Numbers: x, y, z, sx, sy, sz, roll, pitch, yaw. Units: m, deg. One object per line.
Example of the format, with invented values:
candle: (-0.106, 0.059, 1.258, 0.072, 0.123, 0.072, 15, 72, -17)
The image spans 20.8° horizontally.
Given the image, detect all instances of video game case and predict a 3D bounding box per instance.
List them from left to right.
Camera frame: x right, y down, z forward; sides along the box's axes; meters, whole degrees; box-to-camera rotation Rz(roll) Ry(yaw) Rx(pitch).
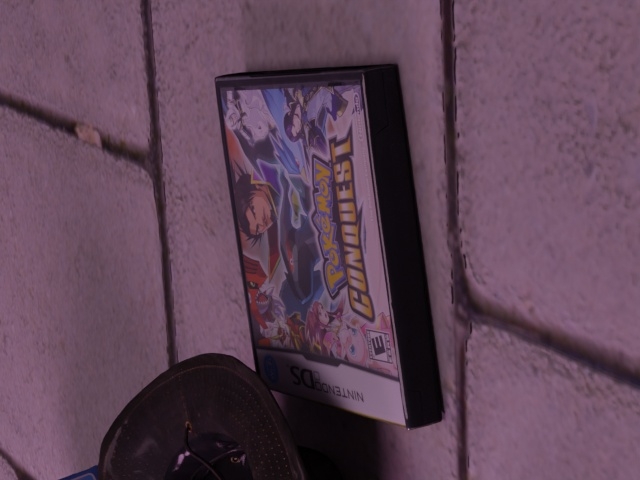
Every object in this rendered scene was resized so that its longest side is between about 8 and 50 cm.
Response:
video game case: (0.000, 0.000, 1.397, 0.248, 0.035, 0.274, 7, 107, 60)

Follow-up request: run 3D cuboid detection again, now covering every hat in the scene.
hat: (-0.059, 0.247, 1.491, 0.331, 0.134, 0.331, 0, 89, 53)

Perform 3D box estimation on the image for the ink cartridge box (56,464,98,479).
ink cartridge box: (-0.212, 0.472, 1.812, 0.395, 0.151, 0.270, 55, 156, 32)
